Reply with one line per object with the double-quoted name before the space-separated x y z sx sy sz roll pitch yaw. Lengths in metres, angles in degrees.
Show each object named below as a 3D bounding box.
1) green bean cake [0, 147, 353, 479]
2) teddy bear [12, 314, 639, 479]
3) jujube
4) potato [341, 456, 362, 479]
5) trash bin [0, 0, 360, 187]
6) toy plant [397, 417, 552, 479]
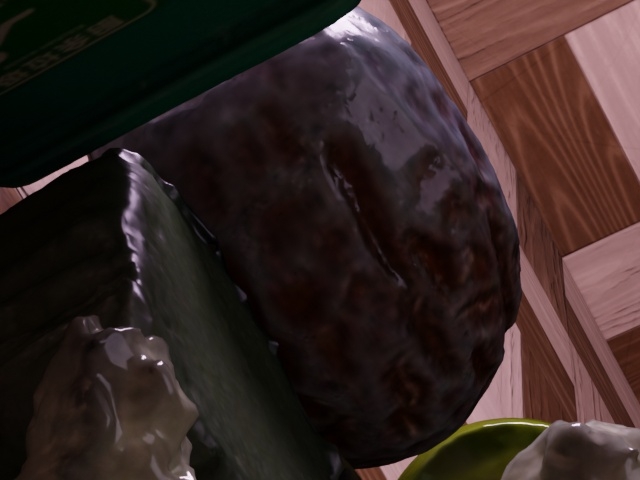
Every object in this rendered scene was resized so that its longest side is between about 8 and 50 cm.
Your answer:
"green bean cake" -0.079 0.087 0.848 0.222 0.125 0.227 56 14 -22
"teddy bear" -0.023 0.141 0.574 0.362 0.375 0.327 68 -3 -52
"jujube" -0.008 0.005 1.064 0.246 0.215 0.308 27 -27 57
"potato" 0.001 0.190 1.026 0.085 0.105 0.188 26 -18 38
"trash bin" -0.171 -0.202 0.760 0.295 0.259 0.381 67 17 9
"toy plant" 0.129 0.249 1.244 0.224 0.184 0.316 47 -14 22
